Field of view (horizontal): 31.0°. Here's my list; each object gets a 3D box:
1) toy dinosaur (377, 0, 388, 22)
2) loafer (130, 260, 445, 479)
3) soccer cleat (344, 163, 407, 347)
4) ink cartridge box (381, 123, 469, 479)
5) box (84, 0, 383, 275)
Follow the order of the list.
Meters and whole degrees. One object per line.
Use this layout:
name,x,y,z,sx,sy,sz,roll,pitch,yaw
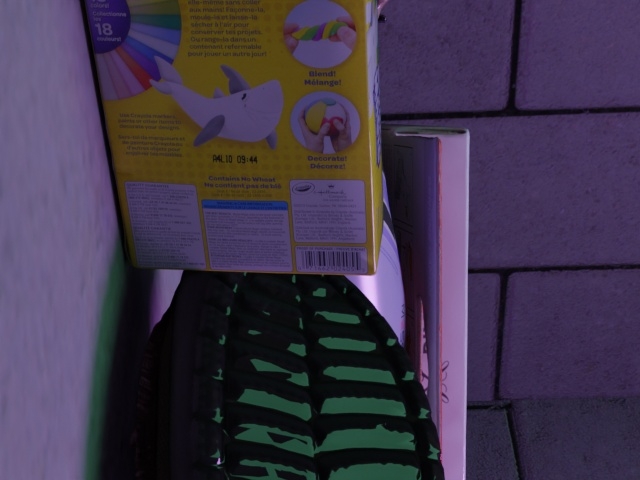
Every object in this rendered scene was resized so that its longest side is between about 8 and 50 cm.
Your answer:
toy dinosaur,-0.013,-0.095,0.803,0.200,0.127,0.296,-152,-114,-85
loafer,-0.030,0.169,0.461,0.130,0.133,0.366,-34,-130,42
soccer cleat,0.000,0.000,0.671,0.116,0.108,0.318,-23,120,-47
ink cartridge box,0.073,0.068,0.819,0.261,0.066,0.296,-151,-120,-76
box,-0.031,-0.072,0.431,0.043,0.105,0.179,-78,167,-54
